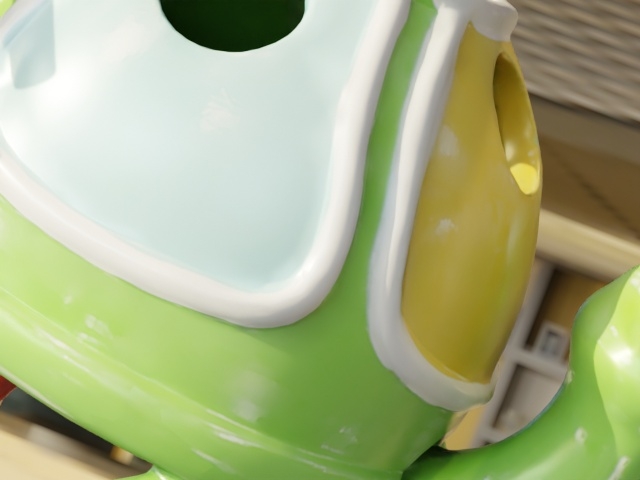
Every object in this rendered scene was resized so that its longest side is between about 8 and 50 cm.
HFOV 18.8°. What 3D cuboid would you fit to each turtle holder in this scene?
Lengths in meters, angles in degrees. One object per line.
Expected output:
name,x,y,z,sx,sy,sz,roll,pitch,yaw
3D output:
turtle holder,-0.015,-0.006,0.733,0.243,0.227,0.320,17,17,-49

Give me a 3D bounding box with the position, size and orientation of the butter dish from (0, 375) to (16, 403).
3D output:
butter dish,-0.215,0.068,0.892,0.160,0.118,0.160,21,27,11
